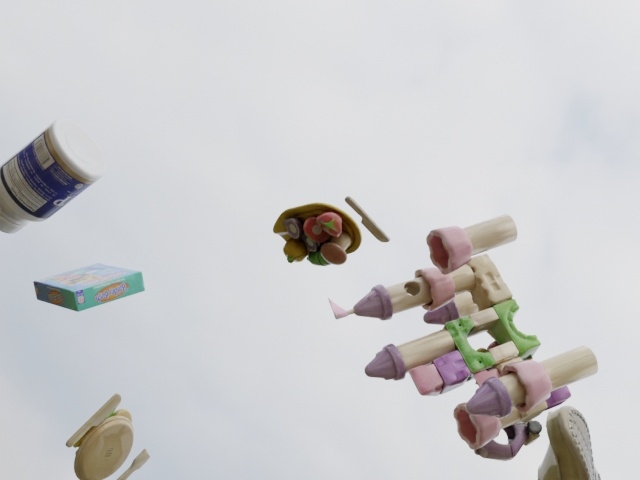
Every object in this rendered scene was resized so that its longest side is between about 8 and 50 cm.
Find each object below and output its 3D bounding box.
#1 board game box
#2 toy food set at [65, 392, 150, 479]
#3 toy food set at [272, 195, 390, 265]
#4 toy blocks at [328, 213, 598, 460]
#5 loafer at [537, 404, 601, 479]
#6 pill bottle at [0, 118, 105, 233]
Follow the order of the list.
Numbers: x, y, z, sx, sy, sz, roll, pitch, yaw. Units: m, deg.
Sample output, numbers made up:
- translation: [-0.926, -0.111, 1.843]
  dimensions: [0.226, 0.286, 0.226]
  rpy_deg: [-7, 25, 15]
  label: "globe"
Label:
- translation: [-0.499, 0.098, 2.044]
  dimensions: [0.210, 0.160, 0.047]
  rpy_deg: [6, -72, 52]
  label: "board game box"
- translation: [-0.360, 0.340, 1.580]
  dimensions: [0.038, 0.132, 0.192]
  rpy_deg: [26, -35, 32]
  label: "toy food set"
- translation: [0.000, 0.000, 1.710]
  dimensions: [0.218, 0.071, 0.128]
  rpy_deg: [-13, -54, 42]
  label: "toy food set"
- translation: [0.182, 0.172, 1.368]
  dimensions: [0.309, 0.260, 0.289]
  rpy_deg: [104, -37, -59]
  label: "toy blocks"
- translation: [0.387, 0.365, 1.505]
  dimensions: [0.092, 0.102, 0.268]
  rpy_deg: [-8, -52, 21]
  label: "loafer"
- translation: [-0.439, -0.095, 1.487]
  dimensions: [0.186, 0.112, 0.112]
  rpy_deg: [-34, -82, 18]
  label: "pill bottle"
